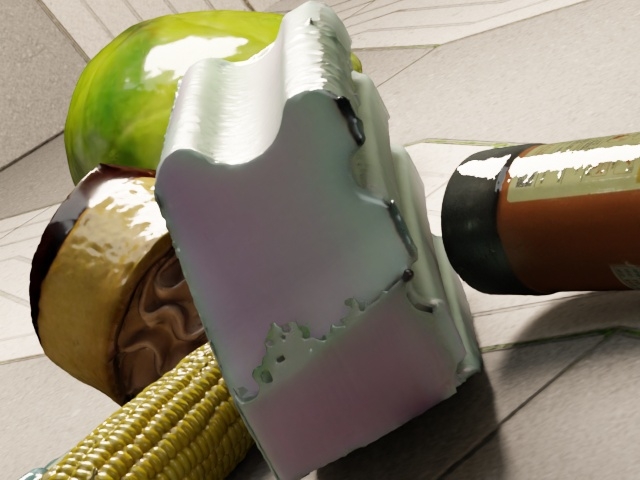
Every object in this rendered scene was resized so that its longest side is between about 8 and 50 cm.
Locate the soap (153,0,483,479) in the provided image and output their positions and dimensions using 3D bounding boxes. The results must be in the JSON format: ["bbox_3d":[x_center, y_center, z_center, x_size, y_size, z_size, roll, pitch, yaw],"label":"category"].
[{"bbox_3d":[0.000,0.000,1.407,0.156,0.261,0.446,-25,16,5],"label":"soap"}]

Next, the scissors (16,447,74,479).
[{"bbox_3d":[-0.201,0.192,1.492,0.138,0.041,0.289,-59,-8,26],"label":"scissors"}]

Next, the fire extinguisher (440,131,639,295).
[{"bbox_3d":[0.271,-0.037,1.336,0.376,0.113,0.200,-3,27,49],"label":"fire extinguisher"}]

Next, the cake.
[{"bbox_3d":[-0.121,0.050,1.618,0.178,0.207,0.185,19,37,32],"label":"cake"}]

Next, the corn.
[{"bbox_3d":[-0.116,0.155,1.410,0.093,0.093,0.244,-14,19,40],"label":"corn"}]

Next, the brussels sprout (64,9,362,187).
[{"bbox_3d":[-0.105,-0.104,2.005,0.344,0.268,0.344,-9,1,0],"label":"brussels sprout"}]
